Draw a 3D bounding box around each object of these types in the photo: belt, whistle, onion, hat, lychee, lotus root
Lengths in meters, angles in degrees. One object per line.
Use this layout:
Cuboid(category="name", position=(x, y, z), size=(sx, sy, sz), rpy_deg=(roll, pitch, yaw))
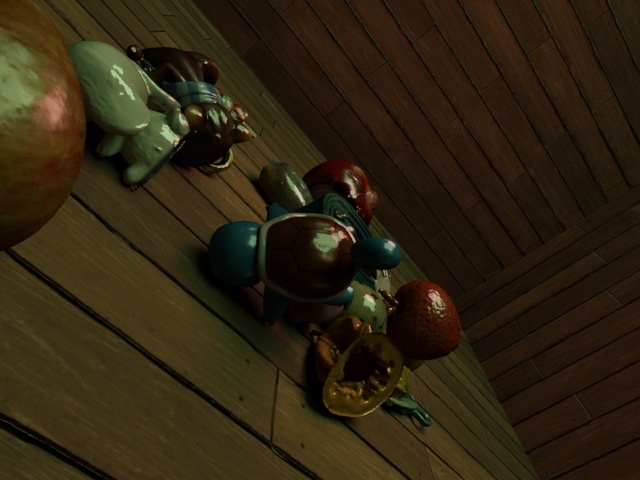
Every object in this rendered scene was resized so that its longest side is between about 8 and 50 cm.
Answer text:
Cuboid(category="belt", position=(0.075, 0.053, 1.459), size=(0.436, 0.173, 0.300), rpy_deg=(51, 33, -20))
Cuboid(category="whistle", position=(-0.345, -0.488, 1.664), size=(0.253, 0.106, 0.101), rpy_deg=(41, 36, -35))
Cuboid(category="onion", position=(0.068, -0.161, 1.745), size=(0.341, 0.341, 0.341), rpy_deg=(48, 16, -19))
Cuboid(category="hat", position=(0.039, 0.283, 1.065), size=(0.233, 0.244, 0.233), rpy_deg=(25, -44, 49))
Cuboid(category="lychee", position=(0.318, 0.251, 1.389), size=(0.300, 0.255, 0.255), rpy_deg=(34, 21, -17))
Cuboid(category="lotus root", position=(-0.096, -0.145, 1.561), size=(0.322, 0.140, 0.158), rpy_deg=(54, 15, -5))

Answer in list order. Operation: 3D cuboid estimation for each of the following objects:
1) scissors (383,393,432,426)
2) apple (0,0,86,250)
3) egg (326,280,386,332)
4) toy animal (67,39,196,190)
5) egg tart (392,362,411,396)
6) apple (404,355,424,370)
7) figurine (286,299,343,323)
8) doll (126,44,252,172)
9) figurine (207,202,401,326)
Cuboid(category="scissors", position=(0.264, 0.515, 1.333), size=(0.289, 0.041, 0.138), rpy_deg=(35, 15, -50))
Cuboid(category="apple", position=(-0.397, -0.132, 0.426), size=(0.309, 0.277, 0.250), rpy_deg=(44, 27, 28))
Cuboid(category="egg", position=(0.088, 0.204, 1.268), size=(0.228, 0.177, 0.177), rpy_deg=(40, 13, 11))
Cuboid(category="toy animal", position=(-0.397, -0.264, 0.882), size=(0.289, 0.174, 0.249), rpy_deg=(39, 20, -45))
Cuboid(category="egg tart", position=(0.213, 0.388, 1.337), size=(0.212, 0.090, 0.212), rpy_deg=(46, 6, -6))
Cuboid(category="apple", position=(0.309, 0.393, 1.534), size=(0.163, 0.147, 0.146), rpy_deg=(32, 27, -56))
Cuboid(category="figurine", position=(-0.010, 0.140, 1.131), size=(0.173, 0.173, 0.173), rpy_deg=(48, 16, -19))
Cuboid(category="doll", position=(-0.357, -0.359, 1.161), size=(0.339, 0.209, 0.318), rpy_deg=(59, 23, 15))
Cuboid(category="figurine", position=(-0.031, 0.049, 0.965), size=(0.243, 0.417, 0.297), rpy_deg=(33, 58, -80))
